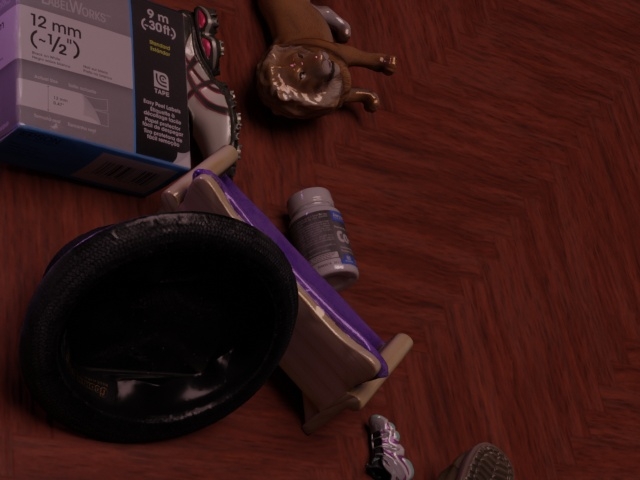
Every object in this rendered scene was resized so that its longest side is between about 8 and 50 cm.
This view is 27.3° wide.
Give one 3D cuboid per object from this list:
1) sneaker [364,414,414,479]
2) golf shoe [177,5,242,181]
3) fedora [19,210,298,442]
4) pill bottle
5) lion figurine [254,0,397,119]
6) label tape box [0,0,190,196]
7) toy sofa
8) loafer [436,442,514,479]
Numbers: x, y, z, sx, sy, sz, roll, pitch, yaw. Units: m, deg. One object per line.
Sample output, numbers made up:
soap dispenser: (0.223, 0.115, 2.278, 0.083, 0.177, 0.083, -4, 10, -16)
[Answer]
sneaker: (0.077, 0.277, 1.713, 0.069, 0.038, 0.098, -16, 71, -47)
golf shoe: (-0.180, -0.195, 1.829, 0.120, 0.105, 0.273, -9, 66, -15)
fedora: (-0.197, 0.073, 1.509, 0.334, 0.334, 0.152, 9, 24, -36)
pill bottle: (0.000, 0.000, 1.829, 0.078, 0.078, 0.137, 6, 57, -38)
lion figurine: (-0.025, -0.324, 2.036, 0.240, 0.142, 0.392, 6, 41, -29)
label tape box: (-0.301, -0.253, 1.681, 0.249, 0.115, 0.347, 13, 65, -39)
toy sofa: (-0.047, 0.050, 1.676, 0.362, 0.177, 0.150, 47, 41, 0)
loafer: (0.162, 0.381, 1.673, 0.102, 0.092, 0.268, 40, 57, -7)
